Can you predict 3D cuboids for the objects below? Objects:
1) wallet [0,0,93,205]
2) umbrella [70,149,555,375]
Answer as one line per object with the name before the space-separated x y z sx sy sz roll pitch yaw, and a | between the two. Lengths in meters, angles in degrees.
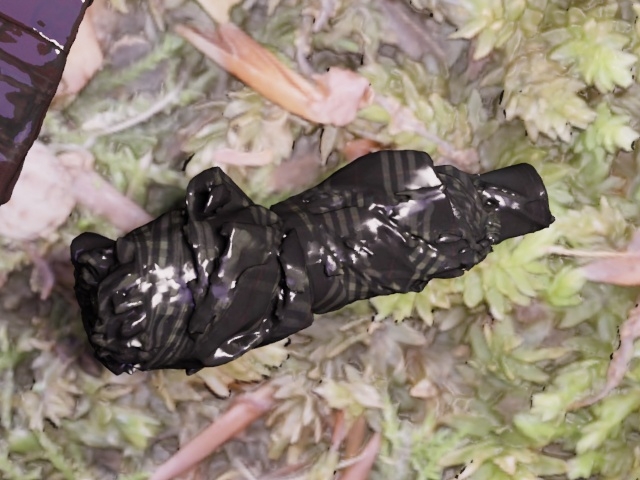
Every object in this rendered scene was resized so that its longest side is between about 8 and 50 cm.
wallet | -0.285 -0.139 1.136 0.229 0.049 0.182 24 98 -8
umbrella | 0.000 -0.003 1.138 0.336 0.154 0.128 -17 86 -6
